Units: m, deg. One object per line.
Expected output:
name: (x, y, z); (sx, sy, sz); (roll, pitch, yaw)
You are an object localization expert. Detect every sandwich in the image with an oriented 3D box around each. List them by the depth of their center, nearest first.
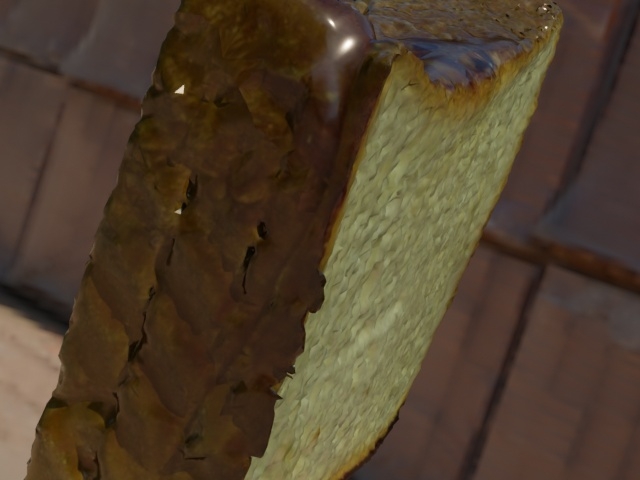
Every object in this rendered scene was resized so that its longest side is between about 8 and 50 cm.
sandwich: (0.000, 0.000, 0.569); (0.065, 0.186, 0.214); (26, 21, 13)
